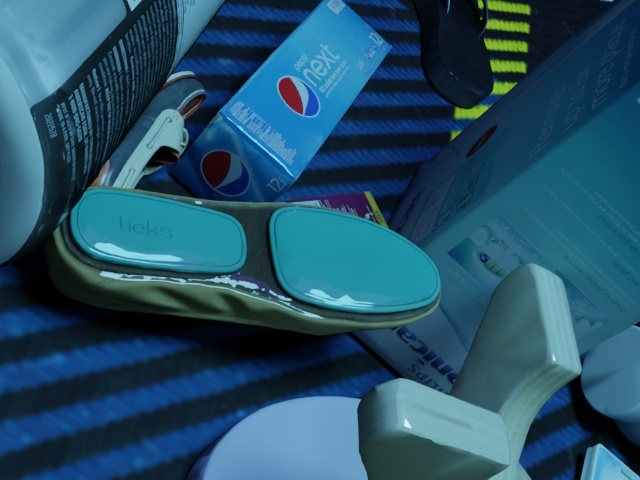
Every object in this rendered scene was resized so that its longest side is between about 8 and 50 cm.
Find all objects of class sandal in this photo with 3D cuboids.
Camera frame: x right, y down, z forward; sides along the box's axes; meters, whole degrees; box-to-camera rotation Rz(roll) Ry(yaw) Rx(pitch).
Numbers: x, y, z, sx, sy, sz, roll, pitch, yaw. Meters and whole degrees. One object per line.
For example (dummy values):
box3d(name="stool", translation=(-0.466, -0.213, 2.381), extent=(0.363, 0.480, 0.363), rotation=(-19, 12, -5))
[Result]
box3d(name="sandal", translation=(0.138, -0.244, 0.944), extent=(0.097, 0.054, 0.254), rotation=(15, 51, -33))

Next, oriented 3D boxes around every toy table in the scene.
box3d(name="toy table", translation=(0.083, 0.152, 0.507), extent=(0.274, 0.161, 0.252), rotation=(13, 52, -36))

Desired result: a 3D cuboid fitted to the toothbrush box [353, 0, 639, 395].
box3d(name="toothbrush box", translation=(0.173, -0.038, 0.630), extent=(0.126, 0.295, 0.216), rotation=(41, 42, -7))

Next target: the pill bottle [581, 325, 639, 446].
box3d(name="pill bottle", translation=(0.305, 0.130, 0.764), extent=(0.184, 0.103, 0.103), rotation=(22, 47, -29))

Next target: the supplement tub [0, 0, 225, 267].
box3d(name="supplement tub", translation=(-0.158, -0.148, 0.499), extent=(0.193, 0.193, 0.316), rotation=(37, 41, -14))

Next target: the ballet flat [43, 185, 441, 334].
box3d(name="ballet flat", translation=(-0.044, 0.016, 0.542), extent=(0.232, 0.073, 0.080), rotation=(12, 56, -21))

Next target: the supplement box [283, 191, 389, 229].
box3d(name="supplement box", translation=(0.000, 0.000, 0.631), extent=(0.083, 0.055, 0.043), rotation=(-9, 66, -44))

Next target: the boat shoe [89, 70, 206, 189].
box3d(name="boat shoe", translation=(-0.109, -0.060, 0.583), extent=(0.043, 0.049, 0.137), rotation=(36, 46, 3))

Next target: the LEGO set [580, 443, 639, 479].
box3d(name="LEGO set", translation=(0.275, 0.281, 0.659), extent=(0.244, 0.060, 0.182), rotation=(41, 44, -10))

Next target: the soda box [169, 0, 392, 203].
box3d(name="soda box", translation=(-0.022, -0.099, 0.675), extent=(0.067, 0.071, 0.210), rotation=(42, 41, -8))
